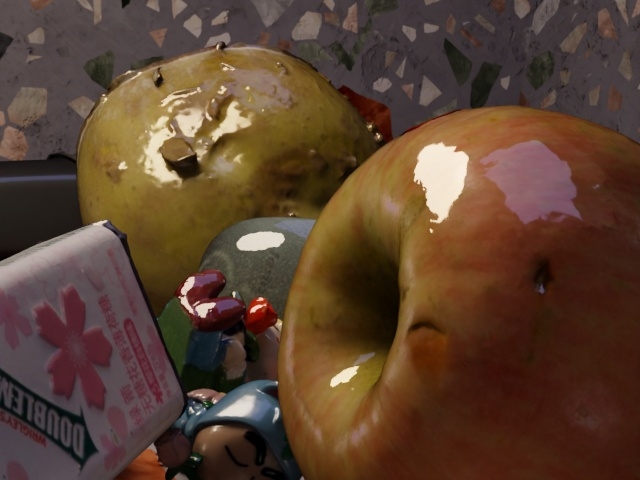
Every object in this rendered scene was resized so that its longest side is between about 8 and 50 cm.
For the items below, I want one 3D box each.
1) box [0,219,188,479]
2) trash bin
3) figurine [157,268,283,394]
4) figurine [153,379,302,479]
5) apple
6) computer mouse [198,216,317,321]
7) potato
[{"bbox_3d":[-0.230,0.114,0.926,0.112,0.190,0.369,-18,6,18],"label":"box"},{"bbox_3d":[-0.491,-0.054,2.140,0.290,0.182,0.209,-2,13,-34],"label":"trash bin"},{"bbox_3d":[-0.082,0.112,1.359,0.234,0.185,0.127,0,31,-41],"label":"figurine"},{"bbox_3d":[-0.092,0.185,1.129,0.178,0.114,0.144,0,23,42],"label":"figurine"},{"bbox_3d":[0.157,0.097,1.006,0.346,0.391,0.391,19,2,-28],"label":"apple"},{"bbox_3d":[0.036,0.085,1.530,0.373,0.203,0.114,14,-3,-10],"label":"computer mouse"},{"bbox_3d":[-0.093,-0.028,1.709,0.442,0.385,0.319,-8,41,-16],"label":"potato"}]
